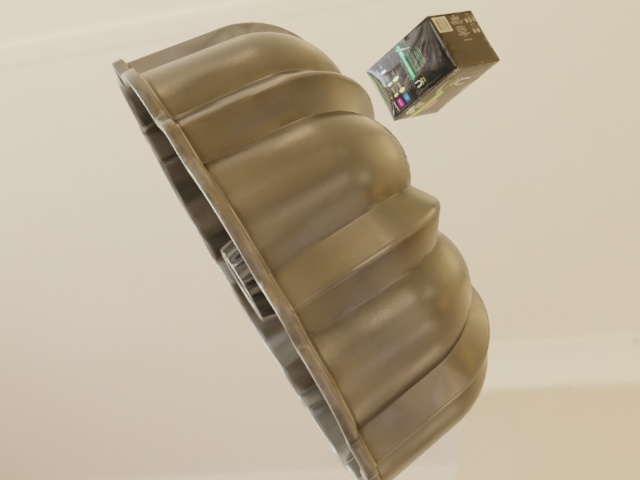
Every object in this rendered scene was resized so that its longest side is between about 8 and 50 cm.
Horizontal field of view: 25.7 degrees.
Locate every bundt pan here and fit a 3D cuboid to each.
[{"bbox_3d":[0.000,0.000,0.917,0.124,0.331,0.331,-31,-46,-8],"label":"bundt pan"}]

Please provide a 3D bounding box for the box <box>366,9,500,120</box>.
[{"bbox_3d":[0.092,-0.144,1.158,0.083,0.062,0.052,-40,-106,42],"label":"box"}]
